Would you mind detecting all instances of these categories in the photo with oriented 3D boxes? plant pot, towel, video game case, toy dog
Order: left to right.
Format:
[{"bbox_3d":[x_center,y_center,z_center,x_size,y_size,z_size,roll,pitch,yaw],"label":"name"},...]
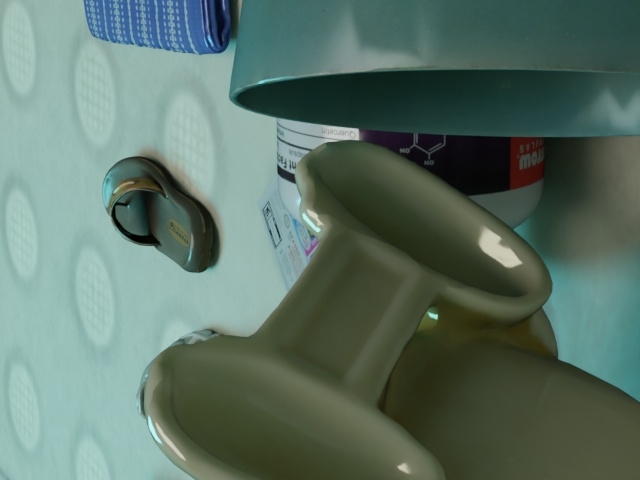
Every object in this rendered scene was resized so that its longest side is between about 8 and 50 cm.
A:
[{"bbox_3d":[-0.169,-0.310,1.625,0.336,0.040,0.243,19,115,61],"label":"towel"},{"bbox_3d":[0.000,0.000,1.409,0.143,0.019,0.157,-51,53,53],"label":"video game case"},{"bbox_3d":[0.032,0.201,1.038,0.284,0.395,0.408,-69,4,-47],"label":"toy dog"},{"bbox_3d":[0.103,-0.184,0.862,0.293,0.293,0.235,-3,85,61],"label":"plant pot"}]

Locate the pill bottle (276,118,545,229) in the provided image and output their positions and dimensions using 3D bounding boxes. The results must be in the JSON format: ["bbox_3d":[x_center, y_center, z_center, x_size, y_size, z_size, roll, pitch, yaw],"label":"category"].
[{"bbox_3d":[0.060,-0.117,1.102,0.181,0.181,0.323,22,116,58],"label":"pill bottle"}]

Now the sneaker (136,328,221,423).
[{"bbox_3d":[-0.133,0.139,1.578,0.262,0.121,0.099,-11,87,61],"label":"sneaker"}]

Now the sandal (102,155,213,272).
[{"bbox_3d":[-0.177,-0.023,1.678,0.219,0.060,0.090,38,129,51],"label":"sandal"}]
